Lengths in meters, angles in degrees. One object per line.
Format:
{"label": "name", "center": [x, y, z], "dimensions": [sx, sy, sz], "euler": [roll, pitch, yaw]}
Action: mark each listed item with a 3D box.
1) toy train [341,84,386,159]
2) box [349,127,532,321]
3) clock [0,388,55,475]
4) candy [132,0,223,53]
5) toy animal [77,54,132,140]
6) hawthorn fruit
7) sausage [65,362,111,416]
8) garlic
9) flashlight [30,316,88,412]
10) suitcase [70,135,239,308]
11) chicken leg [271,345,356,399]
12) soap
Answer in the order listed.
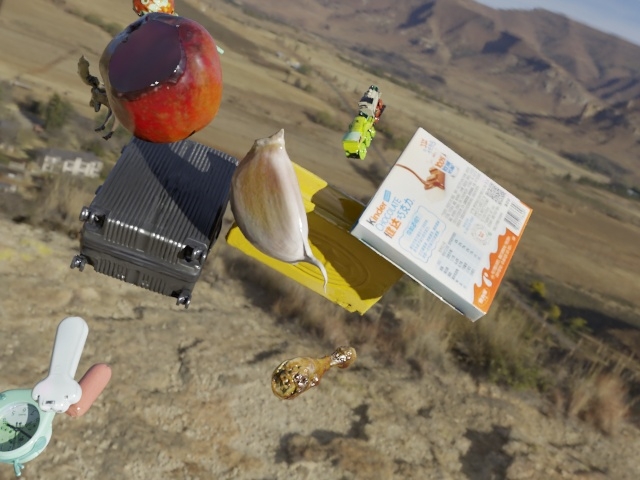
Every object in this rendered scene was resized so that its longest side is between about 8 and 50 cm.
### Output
{"label": "toy train", "center": [0.112, -0.299, 1.870], "dimensions": [0.053, 0.085, 0.250], "euler": [3, 45, 20]}
{"label": "box", "center": [0.220, -0.035, 1.317], "dimensions": [0.265, 0.048, 0.273], "euler": [37, 55, -2]}
{"label": "clock", "center": [-0.697, 0.444, 1.721], "dimensions": [0.159, 0.066, 0.211], "euler": [-1, 50, 9]}
{"label": "candy", "center": [-0.309, -0.483, 1.680], "dimensions": [0.078, 0.084, 0.287], "euler": [40, 7, 32]}
{"label": "toy animal", "center": [-0.447, -0.312, 1.651], "dimensions": [0.214, 0.186, 0.094], "euler": [8, -11, 8]}
{"label": "hawthorn fruit", "center": [-0.267, -0.272, 1.317], "dimensions": [0.215, 0.215, 0.250], "euler": [34, -23, 35]}
{"label": "sausage", "center": [-0.577, 0.369, 1.859], "dimensions": [0.062, 0.062, 0.154], "euler": [24, 43, 5]}
{"label": "garlic", "center": [-0.067, -0.029, 1.222], "dimensions": [0.148, 0.128, 0.267], "euler": [135, -70, -85]}
{"label": "flashlight", "center": [-0.500, 0.240, 1.460], "dimensions": [0.093, 0.047, 0.200], "euler": [-1, 54, 3]}
{"label": "suitcase", "center": [-0.295, -0.060, 1.407], "dimensions": [0.229, 0.152, 0.335], "euler": [20, 39, -8]}
{"label": "chicken leg", "center": [-0.015, 0.315, 1.832], "dimensions": [0.251, 0.107, 0.087], "euler": [-17, 68, -38]}
{"label": "soap", "center": [0.001, 0.000, 1.409], "dimensions": [0.324, 0.204, 0.096], "euler": [29, 44, -9]}
